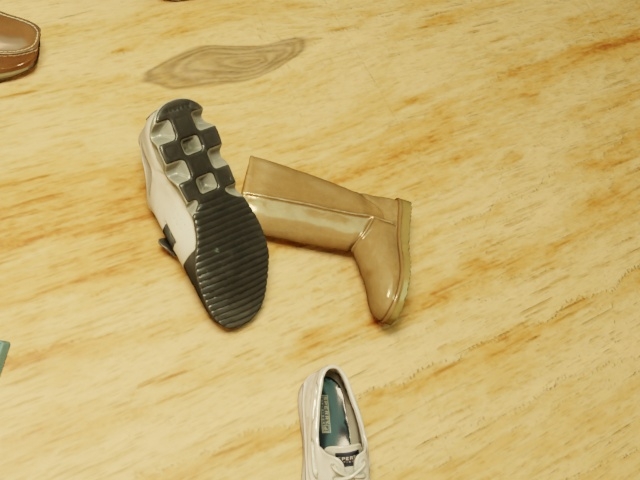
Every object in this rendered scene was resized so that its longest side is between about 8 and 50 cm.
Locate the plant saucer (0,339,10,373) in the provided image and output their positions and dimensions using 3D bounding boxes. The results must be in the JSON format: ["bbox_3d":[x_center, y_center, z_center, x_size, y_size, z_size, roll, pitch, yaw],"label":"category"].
[{"bbox_3d":[-0.446,0.206,0.941,0.067,0.018,0.192,13,60,-11],"label":"plant saucer"}]

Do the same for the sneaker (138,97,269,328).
[{"bbox_3d":[-0.178,-0.032,1.113,0.122,0.146,0.331,-19,94,-34],"label":"sneaker"}]

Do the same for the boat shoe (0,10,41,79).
[{"bbox_3d":[-0.586,-0.321,1.122,0.323,0.120,0.123,3,62,-17],"label":"boat shoe"}]

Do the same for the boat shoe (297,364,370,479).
[{"bbox_3d":[0.021,0.293,1.010,0.095,0.084,0.258,-5,64,-21],"label":"boat shoe"}]

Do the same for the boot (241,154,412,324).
[{"bbox_3d":[0.000,0.000,1.171,0.269,0.089,0.236,14,51,-10],"label":"boot"}]
